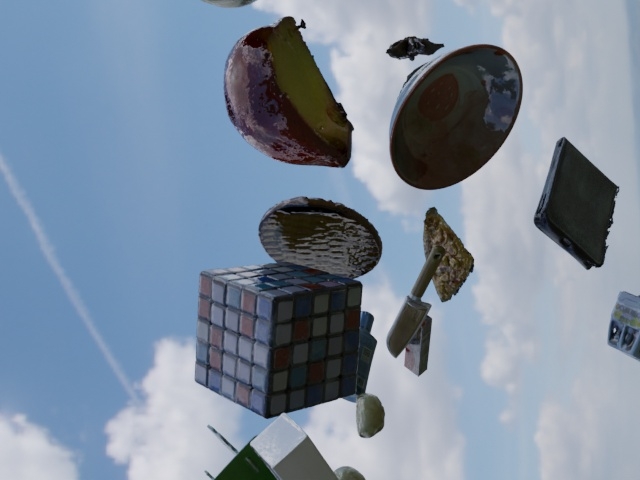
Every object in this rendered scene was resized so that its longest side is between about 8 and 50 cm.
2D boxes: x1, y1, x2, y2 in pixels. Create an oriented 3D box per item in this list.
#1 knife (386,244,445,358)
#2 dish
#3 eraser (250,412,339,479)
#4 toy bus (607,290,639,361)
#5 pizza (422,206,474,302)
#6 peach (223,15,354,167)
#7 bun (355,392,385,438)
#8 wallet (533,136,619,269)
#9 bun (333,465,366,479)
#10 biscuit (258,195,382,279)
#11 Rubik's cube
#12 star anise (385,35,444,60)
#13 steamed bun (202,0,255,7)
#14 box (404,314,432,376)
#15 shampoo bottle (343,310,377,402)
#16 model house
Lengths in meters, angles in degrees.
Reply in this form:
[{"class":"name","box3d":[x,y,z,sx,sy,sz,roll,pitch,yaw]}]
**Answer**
[{"class":"knife","box3d":[0.160,0.109,1.524,0.022,0.046,0.256,-86,14,-52]},{"class":"dish","box3d":[0.200,-0.212,1.493,0.085,0.260,0.260,48,171,41]},{"class":"eraser","box3d":[-0.012,0.417,1.557,0.078,0.076,0.298,-40,-50,-14]},{"class":"toy bus","box3d":[0.751,0.218,2.000,0.330,0.109,0.135,25,-87,-35]},{"class":"pizza","box3d":[0.229,0.035,1.665,0.041,0.131,0.178,-16,-66,-24]},{"class":"peach","box3d":[-0.066,-0.214,1.516,0.159,0.154,0.267,-33,-84,-51]},{"class":"bun","box3d":[0.095,0.328,1.730,0.086,0.055,0.086,177,90,-86]},{"class":"wallet","box3d":[0.479,-0.069,1.718,0.167,0.036,0.222,37,-127,-18]},{"class":"bun","box3d":[0.038,0.573,1.957,0.111,0.164,0.188,41,-148,-2]},{"class":"biscuit","box3d":[0.000,0.000,2.300,0.318,0.318,0.040,64,-148,-46]},{"class":"Rubik's cube","box3d":[-0.099,0.221,2.173,0.287,0.292,0.293,-6,-74,-43]},{"class":"star anise","box3d":[0.216,-0.435,2.084,0.124,0.129,0.056,-46,-51,-76]},{"class":"steamed bun","box3d":[-0.083,-0.555,1.447,0.247,0.339,0.352,5,-98,-31]},{"class":"box","box3d":[0.242,0.256,2.299,0.039,0.055,0.218,-37,-32,-27]},{"class":"shampoo bottle","box3d":[0.094,0.300,2.441,0.061,0.104,0.258,-49,18,48]},{"class":"model house","box3d":[-0.173,0.604,2.158,0.357,0.313,0.242,48,-109,-18]}]
